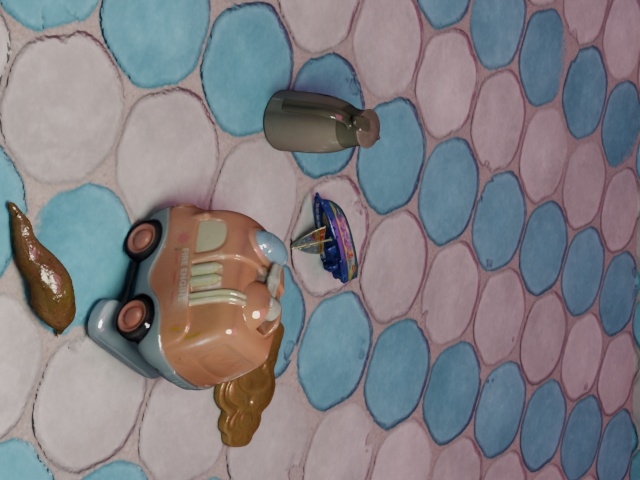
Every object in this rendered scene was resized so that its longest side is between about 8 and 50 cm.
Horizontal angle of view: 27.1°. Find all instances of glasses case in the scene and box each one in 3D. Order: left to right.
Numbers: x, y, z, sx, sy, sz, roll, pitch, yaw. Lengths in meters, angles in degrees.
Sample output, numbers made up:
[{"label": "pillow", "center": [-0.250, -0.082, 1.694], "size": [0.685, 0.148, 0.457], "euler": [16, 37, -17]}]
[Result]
[{"label": "glasses case", "center": [-0.289, 0.151, 2.022], "size": [0.178, 0.045, 0.067], "euler": [46, 60, -46]}]

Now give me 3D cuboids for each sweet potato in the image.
[{"label": "sweet potato", "center": [-0.385, 0.047, 1.860], "size": [0.068, 0.068, 0.226], "euler": [-42, 128, -40]}]

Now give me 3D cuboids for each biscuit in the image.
[{"label": "biscuit", "center": [-0.125, 0.236, 2.270], "size": [0.144, 0.040, 0.236], "euler": [9, 88, -48]}]

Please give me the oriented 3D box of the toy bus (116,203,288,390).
[{"label": "toy bus", "center": [-0.161, 0.077, 1.996], "size": [0.194, 0.232, 0.287], "euler": [42, 44, -45]}]

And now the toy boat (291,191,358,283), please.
[{"label": "toy boat", "center": [0.000, 0.000, 2.350], "size": [0.110, 0.091, 0.175], "euler": [-18, 111, -20]}]

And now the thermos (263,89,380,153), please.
[{"label": "thermos", "center": [0.000, -0.197, 2.202], "size": [0.137, 0.193, 0.105], "euler": [31, 74, -50]}]
